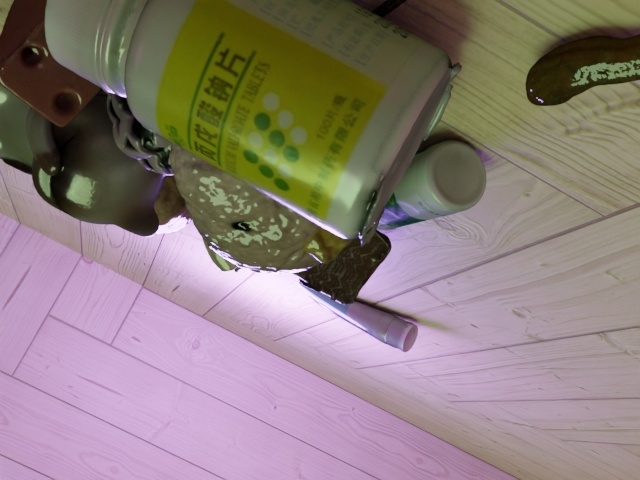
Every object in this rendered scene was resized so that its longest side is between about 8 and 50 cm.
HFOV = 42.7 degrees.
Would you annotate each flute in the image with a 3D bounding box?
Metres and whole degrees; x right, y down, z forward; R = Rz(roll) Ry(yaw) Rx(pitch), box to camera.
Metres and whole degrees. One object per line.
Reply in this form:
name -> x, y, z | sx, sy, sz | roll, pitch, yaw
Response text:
flute -> 0.076, -0.238, 0.804 | 0.014, 0.014, 0.269 | 32, 162, -18

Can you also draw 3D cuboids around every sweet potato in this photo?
sweet potato -> 0.248, -0.158, 0.736 | 0.182, 0.053, 0.053 | -6, 106, 55

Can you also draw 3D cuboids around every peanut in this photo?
peanut -> -0.312, -0.076, 1.593 | 0.129, 0.129, 0.224 | 25, 177, 3

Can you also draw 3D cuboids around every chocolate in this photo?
chocolate -> 0.000, 0.000, 1.389 | 0.214, 0.148, 0.093 | 34, -173, -15

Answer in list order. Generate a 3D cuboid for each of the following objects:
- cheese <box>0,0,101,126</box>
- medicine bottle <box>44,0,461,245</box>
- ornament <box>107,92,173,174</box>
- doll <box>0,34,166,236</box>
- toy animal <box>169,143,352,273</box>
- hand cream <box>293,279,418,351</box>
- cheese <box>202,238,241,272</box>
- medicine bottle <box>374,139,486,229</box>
cheese -> -0.345, -0.291, 1.100 | 0.128, 0.203, 0.177 | 36, -169, -42
medicine bottle -> -0.069, -0.174, 0.837 | 0.379, 0.213, 0.213 | 30, 164, 9
ornament -> -0.203, -0.175, 1.114 | 0.178, 0.177, 0.177 | 23, 163, 8
doll -> -0.396, -0.171, 1.263 | 0.370, 0.215, 0.226 | 41, -153, 25
toy animal -> -0.047, -0.048, 1.074 | 0.227, 0.188, 0.358 | 2, 174, 12
hand cream -> 0.076, 0.172, 1.922 | 0.312, 0.070, 0.111 | 20, 165, 30
cheese -> -0.198, -0.046, 1.622 | 0.071, 0.163, 0.248 | -20, 104, 14
medicine bottle -> 0.115, -0.067, 1.115 | 0.095, 0.095, 0.260 | 32, 163, -19
